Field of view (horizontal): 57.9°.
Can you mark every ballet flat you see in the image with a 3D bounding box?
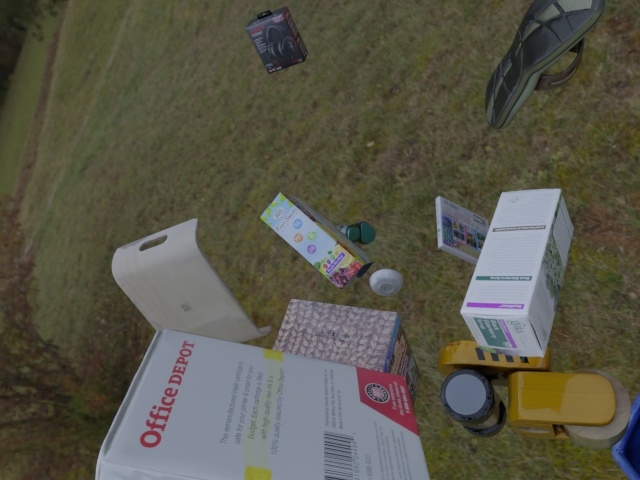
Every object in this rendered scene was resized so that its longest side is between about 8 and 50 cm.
[{"bbox_3d":[0.089,-0.021,1.597,0.070,0.188,0.070,-1,87,28],"label":"ballet flat"}]

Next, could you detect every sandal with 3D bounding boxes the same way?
[{"bbox_3d":[0.345,-0.279,0.890,0.303,0.086,0.120,112,164,-69],"label":"sandal"}]

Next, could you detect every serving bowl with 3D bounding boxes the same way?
[{"bbox_3d":[0.162,0.108,1.413,0.083,0.083,0.027,-39,28,31],"label":"serving bowl"}]

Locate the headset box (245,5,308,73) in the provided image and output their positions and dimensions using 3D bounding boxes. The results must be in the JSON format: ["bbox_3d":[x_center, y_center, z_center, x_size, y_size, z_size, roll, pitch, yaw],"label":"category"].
[{"bbox_3d":[-0.064,-0.292,0.835,0.062,0.083,0.032,-13,40,20],"label":"headset box"}]

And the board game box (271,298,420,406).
[{"bbox_3d":[0.064,0.267,1.217,0.232,0.291,0.141,5,56,23],"label":"board game box"}]

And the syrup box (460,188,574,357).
[{"bbox_3d":[0.287,0.041,0.828,0.096,0.093,0.236,-1,46,39],"label":"syrup box"}]

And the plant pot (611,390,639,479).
[{"bbox_3d":[0.741,0.400,1.091,0.236,0.212,0.235,-95,21,-74],"label":"plant pot"}]

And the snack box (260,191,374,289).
[{"bbox_3d":[0.000,0.000,1.136,0.207,0.174,0.070,43,98,10],"label":"snack box"}]

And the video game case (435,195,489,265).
[{"bbox_3d":[0.333,-0.016,1.341,0.019,0.157,0.143,-41,35,45],"label":"video game case"}]

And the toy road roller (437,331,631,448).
[{"bbox_3d":[0.383,0.238,1.071,0.330,0.202,0.240,-1,64,25],"label":"toy road roller"}]

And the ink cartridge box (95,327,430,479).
[{"bbox_3d":[-0.070,0.286,0.782,0.279,0.385,0.160,-89,13,-67],"label":"ink cartridge box"}]

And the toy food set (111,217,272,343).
[{"bbox_3d":[-0.266,0.111,1.222,0.220,0.306,0.092,-18,30,23],"label":"toy food set"}]
